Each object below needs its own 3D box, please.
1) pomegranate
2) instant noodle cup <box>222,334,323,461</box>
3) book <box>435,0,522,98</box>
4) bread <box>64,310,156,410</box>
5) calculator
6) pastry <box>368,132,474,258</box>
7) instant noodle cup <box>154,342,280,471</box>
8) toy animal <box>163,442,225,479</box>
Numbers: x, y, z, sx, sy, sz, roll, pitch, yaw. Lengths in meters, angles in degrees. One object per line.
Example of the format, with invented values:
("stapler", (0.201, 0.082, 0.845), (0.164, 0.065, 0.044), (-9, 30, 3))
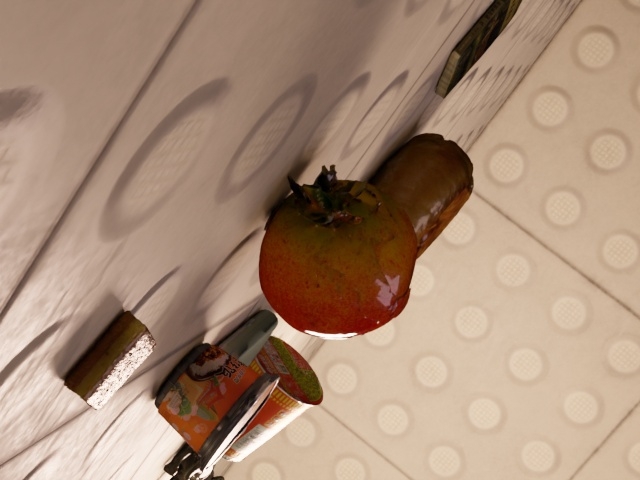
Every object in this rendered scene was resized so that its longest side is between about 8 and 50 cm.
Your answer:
("pomegranate", (0.021, 0.016, 1.319), (0.210, 0.210, 0.235), (-48, 147, -30))
("instant noodle cup", (-0.129, 0.319, 2.054), (0.212, 0.193, 0.193), (-46, 175, 17))
("book", (0.289, -0.366, 1.831), (0.228, 0.024, 0.160), (-49, 170, -18))
("bread", (-0.208, 0.121, 1.042), (0.094, 0.035, 0.090), (-50, 172, -13))
("calculator", (-0.149, 0.201, 1.786), (0.141, 0.045, 0.246), (-55, 172, 25))
("pastry", (0.152, -0.053, 2.010), (0.356, 0.164, 0.356), (-45, 172, -8))
("instant noodle cup", (-0.161, 0.232, 1.535), (0.208, 0.125, 0.177), (-56, 171, 30))
("toy animal", (-0.277, 0.518, 2.277), (0.146, 0.114, 0.245), (-44, 170, -45))
